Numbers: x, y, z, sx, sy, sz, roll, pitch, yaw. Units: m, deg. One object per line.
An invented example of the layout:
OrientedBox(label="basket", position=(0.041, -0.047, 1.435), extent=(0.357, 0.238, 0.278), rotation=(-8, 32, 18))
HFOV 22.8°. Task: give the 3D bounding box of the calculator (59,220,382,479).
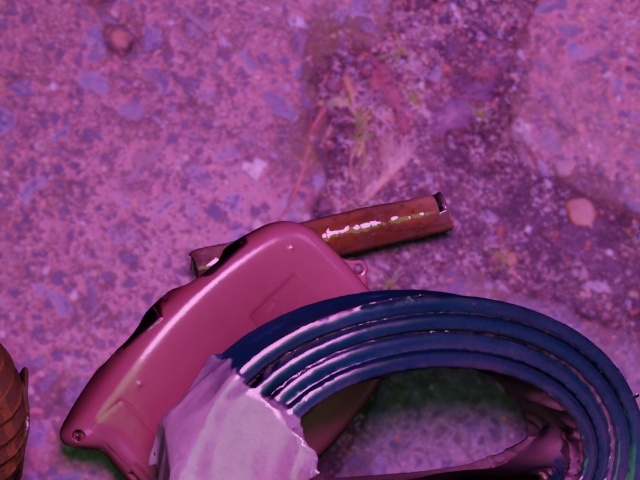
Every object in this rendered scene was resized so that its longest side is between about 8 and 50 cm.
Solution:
OrientedBox(label="calculator", position=(-0.074, 0.131, 1.516), extent=(0.330, 0.048, 0.220), rotation=(-44, 98, -11))

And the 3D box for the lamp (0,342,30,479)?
OrientedBox(label="lamp", position=(-0.395, 0.184, 1.423), extent=(0.250, 0.250, 0.284), rotation=(23, 116, 1))

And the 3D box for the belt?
OrientedBox(label="belt", position=(0.067, 0.196, 1.446), extent=(0.437, 0.173, 0.300), rotation=(-7, 90, -17))

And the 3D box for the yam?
OrientedBox(label="yam", position=(0.000, 0.000, 1.571), extent=(0.264, 0.046, 0.046), rotation=(-13, 79, -6))
